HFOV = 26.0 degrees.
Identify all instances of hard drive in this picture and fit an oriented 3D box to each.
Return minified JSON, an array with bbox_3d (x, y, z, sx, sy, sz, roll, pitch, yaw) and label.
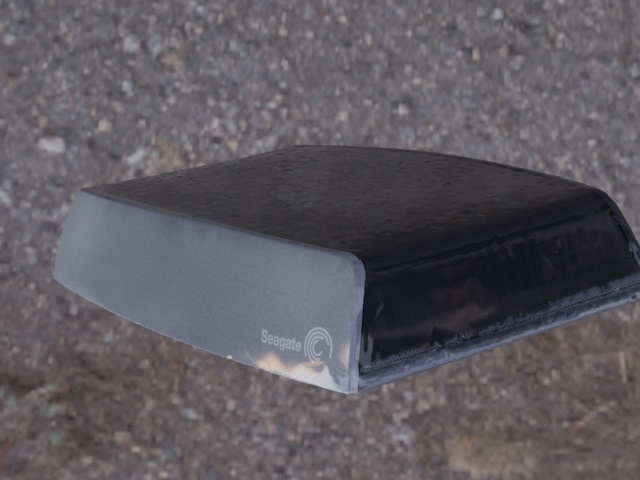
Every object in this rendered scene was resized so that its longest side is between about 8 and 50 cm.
[{"bbox_3d":[0.000,0.000,0.611,0.172,0.255,0.054,-14,105,-31],"label":"hard drive"}]
